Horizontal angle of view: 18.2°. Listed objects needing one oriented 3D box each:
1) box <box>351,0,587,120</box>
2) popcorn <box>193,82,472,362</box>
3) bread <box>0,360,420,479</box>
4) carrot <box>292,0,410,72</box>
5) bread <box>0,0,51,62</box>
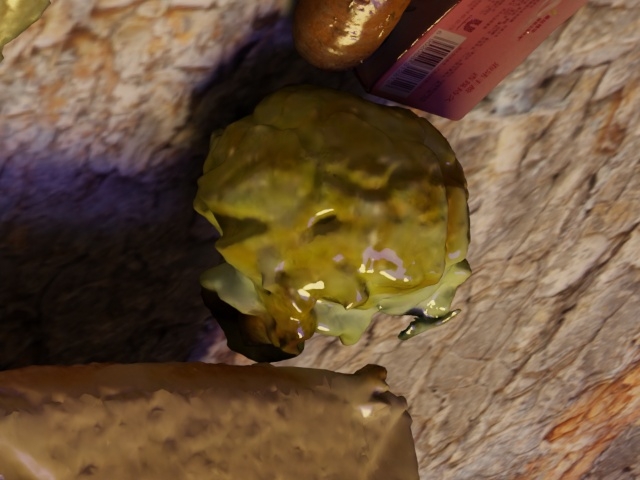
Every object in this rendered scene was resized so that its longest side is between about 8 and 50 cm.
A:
[{"bbox_3d":[0.096,-0.150,1.270,0.156,0.060,0.111,-42,148,25],"label":"box"},{"bbox_3d":[0.000,0.000,1.288,0.212,0.198,0.198,-52,145,13],"label":"popcorn"},{"bbox_3d":[-0.158,0.240,1.325,0.390,0.279,0.371,-1,167,-44],"label":"bread"},{"bbox_3d":[0.040,-0.175,1.186,0.060,0.060,0.186,-1,138,-41],"label":"carrot"},{"bbox_3d":[-0.180,-0.168,0.996,0.172,0.064,0.232,-22,151,-13],"label":"bread"}]
